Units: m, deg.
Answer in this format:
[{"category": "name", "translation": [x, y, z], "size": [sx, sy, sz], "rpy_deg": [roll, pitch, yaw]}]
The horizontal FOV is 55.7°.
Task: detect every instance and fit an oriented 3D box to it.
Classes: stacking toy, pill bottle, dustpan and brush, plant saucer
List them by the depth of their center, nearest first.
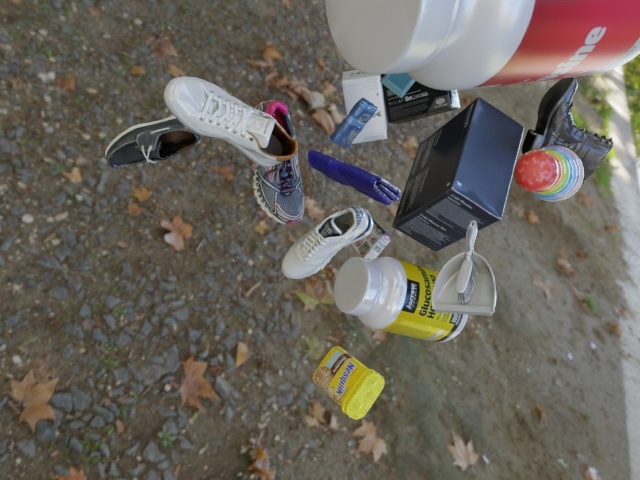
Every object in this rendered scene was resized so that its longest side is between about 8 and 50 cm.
[{"category": "pill bottle", "translation": [0.221, -0.306, 0.738], "size": [0.407, 0.229, 0.229], "rpy_deg": [-14, 59, -30]}, {"category": "dustpan and brush", "translation": [0.327, 0.056, 1.342], "size": [0.060, 0.147, 0.211], "rpy_deg": [47, 53, -41]}, {"category": "stacking toy", "translation": [0.510, -0.154, 1.389], "size": [0.141, 0.141, 0.330], "rpy_deg": [51, 26, 16]}, {"category": "plant saucer", "translation": [0.221, -0.429, 1.458], "size": [0.067, 0.018, 0.192], "rpy_deg": [37, 70, 0]}, {"category": "pill bottle", "translation": [0.208, 0.148, 1.563], "size": [0.333, 0.188, 0.188], "rpy_deg": [16, 40, -32]}]

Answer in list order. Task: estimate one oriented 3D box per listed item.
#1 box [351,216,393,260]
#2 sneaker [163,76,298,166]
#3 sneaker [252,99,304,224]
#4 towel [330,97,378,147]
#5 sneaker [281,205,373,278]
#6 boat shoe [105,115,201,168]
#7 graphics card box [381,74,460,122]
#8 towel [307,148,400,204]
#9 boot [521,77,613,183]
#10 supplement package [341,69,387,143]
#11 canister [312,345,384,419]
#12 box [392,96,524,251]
[{"category": "box", "translation": [0.151, -0.012, 1.965], "size": [0.036, 0.114, 0.207], "rpy_deg": [36, 8, -25]}, {"category": "sneaker", "translation": [-0.162, -0.243, 1.198], "size": [0.290, 0.123, 0.106], "rpy_deg": [25, 75, -37]}, {"category": "sneaker", "translation": [-0.103, -0.184, 1.445], "size": [0.120, 0.112, 0.299], "rpy_deg": [-19, 97, -29]}, {"category": "towel", "translation": [0.075, -0.262, 1.356], "size": [0.029, 0.119, 0.067], "rpy_deg": [50, 21, 25]}, {"category": "sneaker", "translation": [0.000, 0.000, 1.306], "size": [0.090, 0.235, 0.095], "rpy_deg": [56, 16, 15]}, {"category": "boat shoe", "translation": [-0.372, -0.211, 1.340], "size": [0.084, 0.233, 0.079], "rpy_deg": [65, 9, -47]}, {"category": "graphics card box", "translation": [0.312, -0.589, 1.991], "size": [0.094, 0.232, 0.371], "rpy_deg": [-9, 89, -56]}, {"category": "towel", "translation": [0.115, -0.221, 2.160], "size": [0.308, 0.076, 0.227], "rpy_deg": [27, 4, 34]}, {"category": "boot", "translation": [0.708, -0.304, 1.677], "size": [0.228, 0.263, 0.091], "rpy_deg": [16, 30, -9]}, {"category": "supplement package", "translation": [0.123, -0.373, 1.672], "size": [0.105, 0.179, 0.105], "rpy_deg": [-8, 28, 8]}, {"category": "canister", "translation": [0.067, 0.357, 1.543], "size": [0.073, 0.126, 0.170], "rpy_deg": [39, -6, -36]}, {"category": "box", "translation": [0.406, -0.187, 1.803], "size": [0.178, 0.312, 0.343], "rpy_deg": [28, 63, -13]}]
